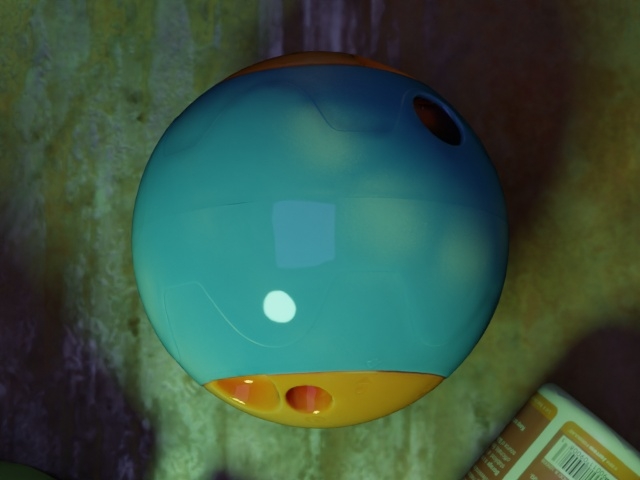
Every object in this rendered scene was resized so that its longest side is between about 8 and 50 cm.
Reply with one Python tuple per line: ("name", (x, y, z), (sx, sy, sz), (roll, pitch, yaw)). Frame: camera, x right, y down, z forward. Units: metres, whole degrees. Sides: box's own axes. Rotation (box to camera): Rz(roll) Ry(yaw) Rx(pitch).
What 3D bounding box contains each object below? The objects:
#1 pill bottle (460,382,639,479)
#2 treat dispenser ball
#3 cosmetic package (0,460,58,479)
("pill bottle", (0.160, 0.231, 0.986), (0.121, 0.121, 0.216), (41, 91, 10))
("treat dispenser ball", (0.000, 0.000, 0.945), (0.288, 0.288, 0.288), (-1, 84, 8))
("cosmetic package", (-0.333, 0.226, 0.945), (0.160, 0.309, 0.113), (11, 83, 46))
